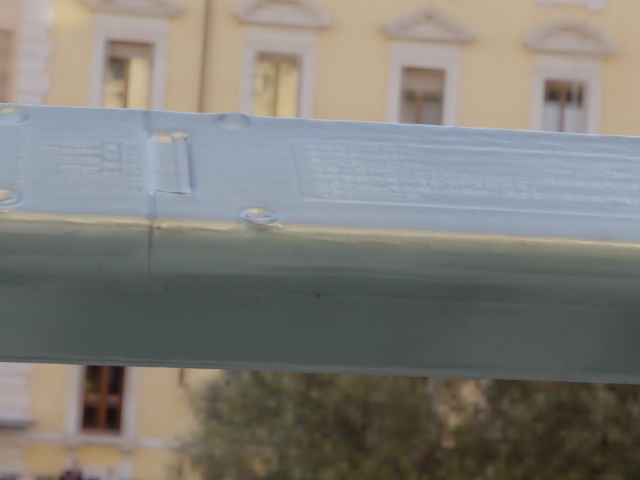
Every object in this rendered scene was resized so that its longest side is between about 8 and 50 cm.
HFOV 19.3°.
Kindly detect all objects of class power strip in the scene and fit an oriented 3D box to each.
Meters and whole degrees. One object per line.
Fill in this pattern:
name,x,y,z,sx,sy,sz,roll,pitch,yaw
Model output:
power strip,0.000,0.000,0.647,0.338,0.058,0.098,3,29,-8
